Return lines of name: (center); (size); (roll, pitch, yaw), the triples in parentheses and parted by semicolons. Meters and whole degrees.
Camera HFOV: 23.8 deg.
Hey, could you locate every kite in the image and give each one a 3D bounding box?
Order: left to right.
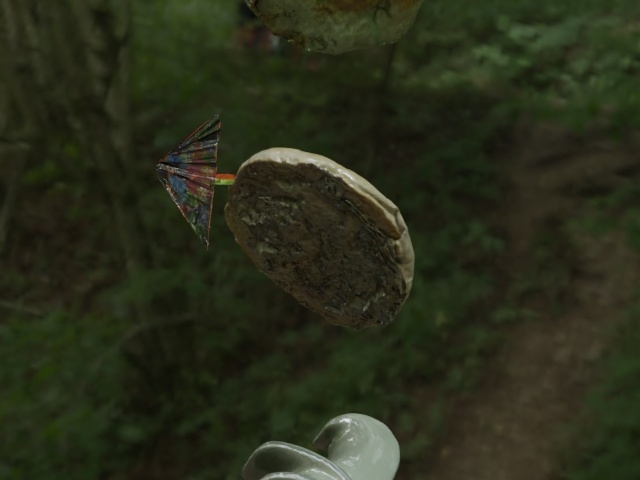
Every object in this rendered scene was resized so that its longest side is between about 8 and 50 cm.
kite: (-0.211, -0.103, 2.645); (0.183, 0.241, 0.014); (7, 9, 28)

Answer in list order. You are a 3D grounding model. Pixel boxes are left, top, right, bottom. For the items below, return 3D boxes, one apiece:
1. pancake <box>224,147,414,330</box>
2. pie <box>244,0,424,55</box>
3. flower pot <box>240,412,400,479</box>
pancake: (-0.001, 0.000, 1.877); (0.282, 0.049, 0.282); (19, -40, 17)
pie: (0.014, -0.354, 1.832); (0.274, 0.257, 0.105); (18, -1, -24)
flower pot: (0.036, 0.401, 1.902); (0.254, 0.368, 0.165); (-10, -33, -33)
